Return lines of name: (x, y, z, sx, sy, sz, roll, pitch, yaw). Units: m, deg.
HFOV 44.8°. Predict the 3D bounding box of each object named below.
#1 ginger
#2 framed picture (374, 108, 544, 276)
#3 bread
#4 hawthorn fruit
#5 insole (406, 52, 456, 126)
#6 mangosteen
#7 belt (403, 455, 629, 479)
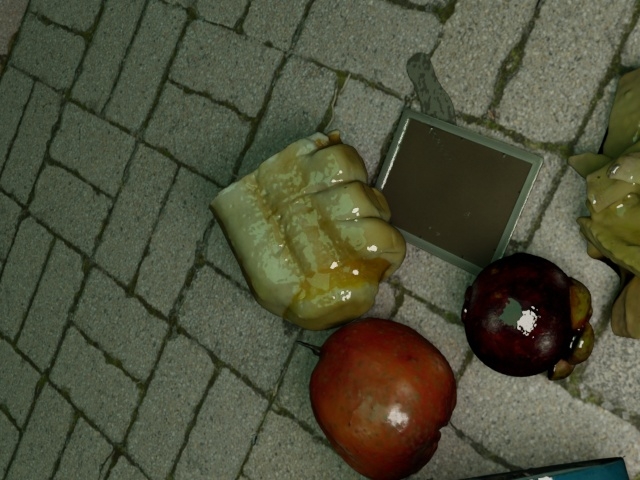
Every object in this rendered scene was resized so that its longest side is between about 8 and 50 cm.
ginger: (0.521, -0.076, 1.077, 0.359, 0.211, 0.413, -8, 78, 32)
framed picture: (0.230, -0.087, 1.393, 0.296, 0.019, 0.232, 29, 103, 35)
bread: (0.000, 0.000, 1.426, 0.301, 0.210, 0.341, -36, 69, 14)
hawthorn fruit: (0.074, 0.248, 1.305, 0.300, 0.254, 0.254, 25, 98, 20)
insole: (0.207, -0.265, 1.444, 0.065, 0.006, 0.193, -30, 67, 29)
mangosteen: (0.319, 0.118, 1.198, 0.210, 0.210, 0.209, -6, 80, 34)
belt: (0.248, 0.426, 1.135, 0.437, 0.300, 0.173, -19, 71, 35)
